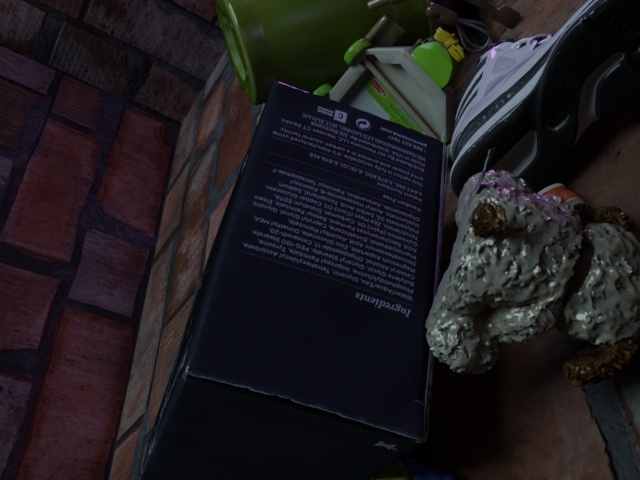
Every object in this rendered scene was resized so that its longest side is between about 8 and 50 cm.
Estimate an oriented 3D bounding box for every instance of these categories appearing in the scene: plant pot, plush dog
[{"bbox_3d":[-0.011,-0.437,1.321,0.366,0.353,0.366,160,90,-80],"label":"plant pot"},{"bbox_3d":[0.260,0.030,0.727,0.210,0.225,0.262,97,-170,-69],"label":"plush dog"}]

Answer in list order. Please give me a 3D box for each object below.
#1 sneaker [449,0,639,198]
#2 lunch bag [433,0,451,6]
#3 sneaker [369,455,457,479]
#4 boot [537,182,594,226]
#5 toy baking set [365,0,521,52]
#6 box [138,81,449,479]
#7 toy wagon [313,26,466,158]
[{"bbox_3d":[0.331,-0.264,0.887,0.447,0.169,0.257,-43,29,35],"label":"sneaker"},{"bbox_3d":[0.295,-0.617,1.280,0.262,0.160,0.223,-19,51,47],"label":"lunch bag"},{"bbox_3d":[0.128,0.345,0.903,0.240,0.126,0.091,-47,-41,-82],"label":"sneaker"},{"bbox_3d":[0.290,-0.008,0.895,0.158,0.059,0.084,-48,27,21],"label":"boot"},{"bbox_3d":[0.210,-0.390,1.170,0.256,0.197,0.030,-20,46,24],"label":"toy baking set"},{"bbox_3d":[-0.045,0.117,1.012,0.480,0.297,0.471,121,163,-52],"label":"box"},{"bbox_3d":[0.138,-0.236,1.185,0.344,0.267,0.068,-45,-7,39],"label":"toy wagon"}]
